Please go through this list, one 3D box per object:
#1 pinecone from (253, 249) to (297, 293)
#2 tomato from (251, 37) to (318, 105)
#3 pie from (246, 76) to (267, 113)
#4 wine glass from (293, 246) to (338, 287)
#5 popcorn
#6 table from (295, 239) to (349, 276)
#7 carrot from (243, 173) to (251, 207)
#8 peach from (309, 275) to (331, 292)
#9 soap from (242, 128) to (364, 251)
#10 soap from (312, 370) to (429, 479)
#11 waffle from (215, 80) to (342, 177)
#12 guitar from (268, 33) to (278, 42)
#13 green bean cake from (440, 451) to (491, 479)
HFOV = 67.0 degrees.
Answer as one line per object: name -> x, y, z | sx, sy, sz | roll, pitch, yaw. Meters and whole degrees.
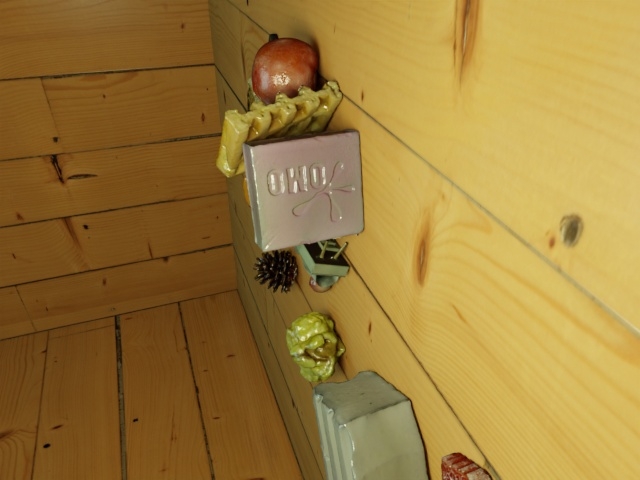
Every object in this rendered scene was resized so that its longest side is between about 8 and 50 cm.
pinecone -> -0.199, 0.134, 2.114 | 0.208, 0.208, 0.207 | 169, 90, -73
tomato -> -0.104, -0.476, 1.395 | 0.208, 0.185, 0.207 | 7, -90, -86
pie -> -0.247, -0.496, 1.868 | 0.274, 0.055, 0.273 | 173, 90, -72
wine glass -> -0.013, 0.063, 1.640 | 0.222, 0.103, 0.103 | -125, 29, -52
popcorn -> -0.020, 0.375, 1.722 | 0.255, 0.195, 0.255 | -132, 34, -76
table -> 0.000, 0.000, 1.531 | 0.240, 0.122, 0.110 | 56, 132, 51
carrot -> -0.170, -0.249, 1.768 | 0.259, 0.100, 0.306 | 15, 93, 44
peach -> 0.000, 0.142, 1.681 | 0.083, 0.083, 0.082 | 169, 90, -73
soap -> -0.040, -0.134, 1.271 | 0.107, 0.297, 0.285 | -138, 38, -63
soap -> 0.140, 0.620, 1.310 | 0.350, 0.213, 0.434 | -177, 76, -75
waffle -> -0.121, -0.307, 1.362 | 0.077, 0.349, 0.304 | 61, 159, 9
guitar -> -0.147, -0.642, 1.737 | 0.088, 0.025, 0.233 | 109, 145, -58
green bean cake -> 0.303, 0.524, 0.995 | 0.135, 0.057, 0.135 | 169, 90, -71
